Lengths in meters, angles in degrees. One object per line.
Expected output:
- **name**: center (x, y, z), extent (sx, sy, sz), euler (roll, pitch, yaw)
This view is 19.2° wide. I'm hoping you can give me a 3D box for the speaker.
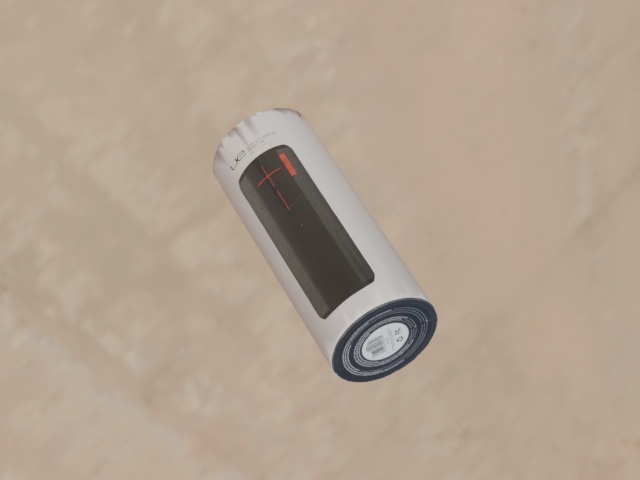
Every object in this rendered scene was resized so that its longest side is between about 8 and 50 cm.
- **speaker**: center (0.000, 0.000, 0.884), extent (0.055, 0.136, 0.055), euler (-19, 141, -16)
